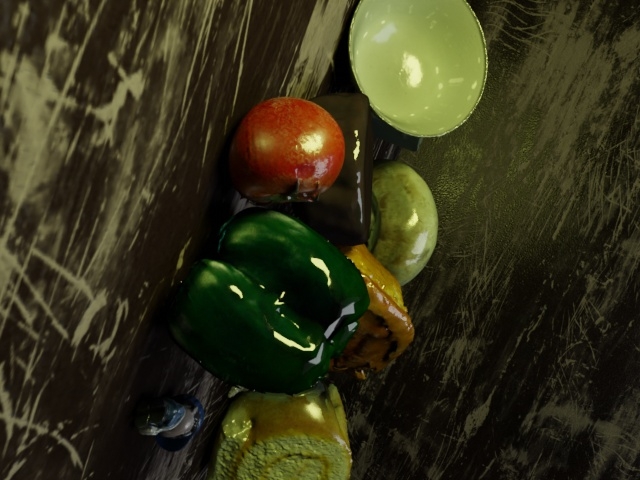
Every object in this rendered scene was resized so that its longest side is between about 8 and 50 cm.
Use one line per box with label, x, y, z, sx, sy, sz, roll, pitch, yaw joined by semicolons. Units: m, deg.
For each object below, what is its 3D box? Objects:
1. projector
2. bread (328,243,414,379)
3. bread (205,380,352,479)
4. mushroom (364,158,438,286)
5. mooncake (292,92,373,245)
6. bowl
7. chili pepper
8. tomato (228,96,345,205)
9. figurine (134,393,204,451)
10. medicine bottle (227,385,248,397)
projector;0.193;-0.342;1.228;0.250;0.198;0.108;3;110;-80
bread;0.026;0.143;1.004;0.337;0.358;0.204;-22;-145;33
bread;-0.123;0.496;1.213;0.239;0.395;0.264;-93;177;-72
mushroom;0.144;-0.034;1.176;0.260;0.352;0.352;3;118;-31
mooncake;0.025;-0.128;0.850;0.283;0.141;0.283;1;90;-78
bowl;0.184;-0.384;1.002;0.337;0.337;0.157;-66;-159;-6
chili pepper;-0.072;0.095;0.677;0.248;0.257;0.233;-55;170;-17
tomato;-0.048;-0.126;0.641;0.167;0.167;0.167;23;90;-80
figurine;-0.245;0.284;0.732;0.149;0.086;0.087;72;1;-58
medicine bottle;-0.186;0.342;1.161;0.199;0.058;0.057;-40;151;-67
